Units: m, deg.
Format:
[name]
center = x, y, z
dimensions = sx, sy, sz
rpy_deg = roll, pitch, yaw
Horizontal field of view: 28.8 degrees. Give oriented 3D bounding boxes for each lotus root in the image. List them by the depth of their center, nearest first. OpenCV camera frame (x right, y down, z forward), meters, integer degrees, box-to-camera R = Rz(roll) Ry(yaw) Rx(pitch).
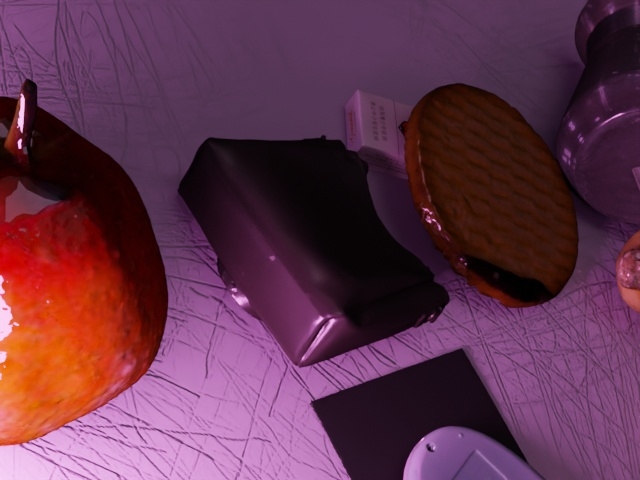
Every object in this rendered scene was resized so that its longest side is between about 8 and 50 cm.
[lotus root]
center = 0.513, 0.041, 1.712
dimensions = 0.303, 0.146, 0.131
rpy_deg = -1, 16, -31

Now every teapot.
[teapot]
center = 0.489, -0.198, 1.815
dimensions = 0.300, 0.253, 0.344
rpy_deg = 38, 39, -23

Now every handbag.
[handbag]
center = 0.000, 0.000, 1.439
dimensions = 0.257, 0.113, 0.285
rpy_deg = -11, 57, -44

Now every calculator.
[calculator]
center = 0.213, 0.331, 1.373
dimensions = 0.299, 0.041, 0.185
rpy_deg = 46, 47, 3

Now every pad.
[pad]
center = 0.117, 0.222, 1.421
dimensions = 0.245, 0.006, 0.170
rpy_deg = -15, 68, -38

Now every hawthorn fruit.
[hawthorn fruit]
center = -0.269, 0.002, 1.105
dimensions = 0.284, 0.369, 0.285
rpy_deg = 9, 40, -8

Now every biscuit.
[biscuit]
center = 0.226, -0.062, 1.635
dimensions = 0.318, 0.040, 0.318
rpy_deg = 23, 54, -35

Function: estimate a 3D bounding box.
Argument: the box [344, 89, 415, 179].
[box]
center = 0.109, -0.133, 1.653
dimensions = 0.152, 0.048, 0.100
rpy_deg = 16, 53, -25
